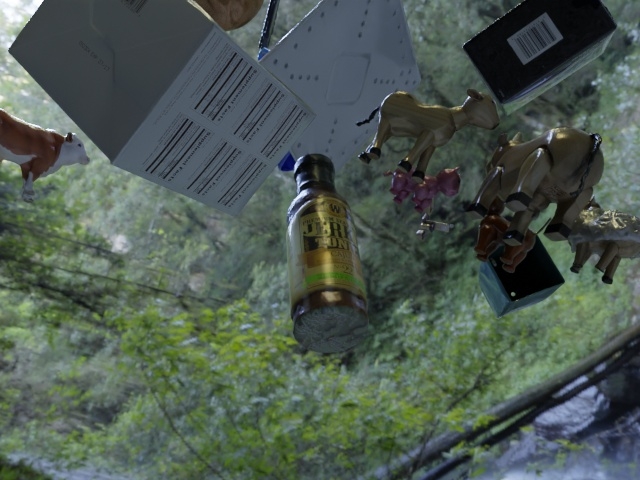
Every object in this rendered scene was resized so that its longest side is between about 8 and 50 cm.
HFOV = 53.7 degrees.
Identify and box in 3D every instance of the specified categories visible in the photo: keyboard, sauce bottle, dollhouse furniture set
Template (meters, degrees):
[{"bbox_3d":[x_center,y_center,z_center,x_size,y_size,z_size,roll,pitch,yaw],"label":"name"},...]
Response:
[{"bbox_3d":[-0.108,-0.503,1.393,0.108,0.023,0.180,122,161,-77],"label":"keyboard"},{"bbox_3d":[0.000,0.000,0.960,0.111,0.111,0.344,106,162,-45],"label":"sauce bottle"},{"bbox_3d":[0.304,-0.062,1.654,0.091,0.081,0.114,-53,-33,-42],"label":"dollhouse furniture set"}]

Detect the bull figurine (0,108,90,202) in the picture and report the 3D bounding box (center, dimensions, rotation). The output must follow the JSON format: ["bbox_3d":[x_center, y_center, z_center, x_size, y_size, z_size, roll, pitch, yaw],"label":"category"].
[{"bbox_3d":[-0.682,-0.203,1.435,0.310,0.101,0.188,27,-117,-47],"label":"bull figurine"}]

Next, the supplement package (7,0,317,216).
[{"bbox_3d":[-0.149,-0.156,0.636,0.149,0.194,0.203,-50,-25,7],"label":"supplement package"}]

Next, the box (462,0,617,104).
[{"bbox_3d":[0.534,-0.470,1.554,0.296,0.182,0.294,-33,-5,19],"label":"box"}]

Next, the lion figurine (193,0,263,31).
[{"bbox_3d":[-0.210,-0.344,0.949,0.240,0.392,0.142,59,-149,-26],"label":"lion figurine"}]

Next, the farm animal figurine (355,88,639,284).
[{"bbox_3d":[0.254,-0.101,0.879,0.327,0.330,0.172,11,67,59],"label":"farm animal figurine"}]

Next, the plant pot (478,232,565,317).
[{"bbox_3d":[0.554,0.122,1.821,0.234,0.165,0.165,89,160,-64],"label":"plant pot"}]

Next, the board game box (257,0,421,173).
[{"bbox_3d":[0.044,-0.354,1.362,0.390,0.050,0.390,-47,-35,-11],"label":"board game box"}]

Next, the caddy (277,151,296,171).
[{"bbox_3d":[-0.018,-0.310,1.869,0.179,0.241,0.341,66,161,6],"label":"caddy"}]
